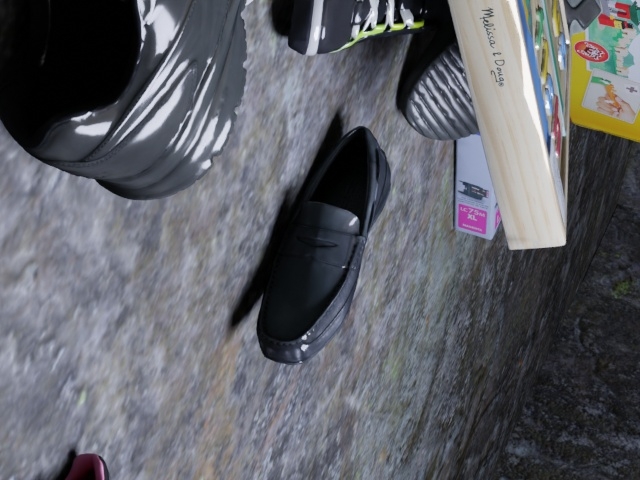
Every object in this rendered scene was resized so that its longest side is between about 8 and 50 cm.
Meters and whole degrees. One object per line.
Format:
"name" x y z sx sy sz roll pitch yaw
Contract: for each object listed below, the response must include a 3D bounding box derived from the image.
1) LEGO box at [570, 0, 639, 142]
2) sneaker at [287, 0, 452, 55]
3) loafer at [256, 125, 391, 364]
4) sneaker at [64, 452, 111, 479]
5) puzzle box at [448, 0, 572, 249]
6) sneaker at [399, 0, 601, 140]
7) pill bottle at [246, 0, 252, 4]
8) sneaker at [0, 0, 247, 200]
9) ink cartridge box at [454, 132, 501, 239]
"LEGO box" 0.492 -0.319 1.789 0.500 0.372 0.193 71 40 -64
"sneaker" 0.054 -0.194 1.003 0.234 0.097 0.084 -47 150 -55
"loafer" 0.000 0.000 1.089 0.078 0.076 0.223 79 29 -50
"sneaker" -0.160 0.178 0.819 0.119 0.047 0.057 -62 156 -52
"puzzle box" 0.149 -0.226 1.067 0.409 0.052 0.272 69 23 -44
"sneaker" 0.187 -0.235 1.359 0.330 0.146 0.122 -44 128 -11
"pill bottle" -0.037 -0.192 0.766 0.067 0.067 0.120 90 25 -47
"sneaker" -0.073 -0.158 0.639 0.130 0.109 0.286 5 101 -67
"ink cartridge box" 0.223 -0.160 1.648 0.311 0.065 0.185 79 33 -56
